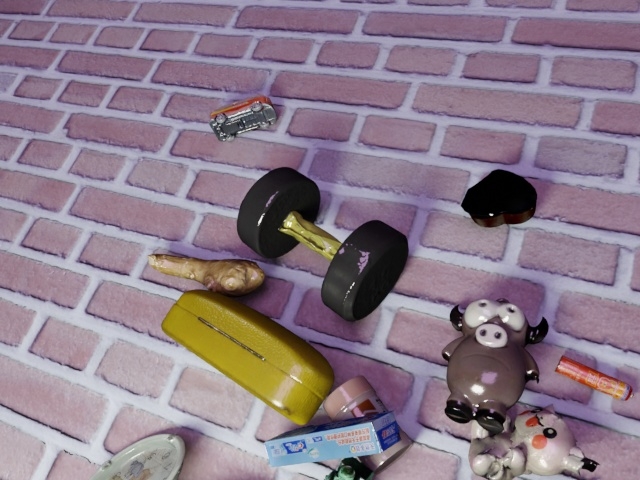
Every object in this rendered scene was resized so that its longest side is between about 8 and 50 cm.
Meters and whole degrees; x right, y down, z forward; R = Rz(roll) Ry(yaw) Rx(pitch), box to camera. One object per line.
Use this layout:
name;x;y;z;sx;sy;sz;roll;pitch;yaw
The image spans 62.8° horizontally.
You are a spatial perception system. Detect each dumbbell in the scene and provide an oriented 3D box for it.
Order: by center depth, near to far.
dumbbell;0.000;0.000;1.092;0.322;0.203;0.203;34;76;27

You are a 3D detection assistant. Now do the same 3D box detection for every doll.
doll;0.340;0.346;0.874;0.192;0.149;0.095;-20;101;13
doll;0.299;0.206;0.939;0.182;0.117;0.257;9;57;28

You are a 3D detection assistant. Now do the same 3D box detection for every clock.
clock;-0.349;0.460;0.976;0.236;0.053;0.236;-23;18;8

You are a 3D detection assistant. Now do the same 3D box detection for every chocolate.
chocolate;0.373;-0.080;1.106;0.149;0.080;0.125;-12;49;17

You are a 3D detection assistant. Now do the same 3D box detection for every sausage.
sausage;0.487;0.246;0.928;0.129;0.034;0.034;24;71;25

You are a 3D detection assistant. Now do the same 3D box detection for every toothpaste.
toothpaste;0.013;0.345;0.905;0.272;0.066;0.053;-27;73;40

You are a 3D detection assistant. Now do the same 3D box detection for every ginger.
ginger;-0.260;0.073;1.175;0.295;0.131;0.086;8;108;20

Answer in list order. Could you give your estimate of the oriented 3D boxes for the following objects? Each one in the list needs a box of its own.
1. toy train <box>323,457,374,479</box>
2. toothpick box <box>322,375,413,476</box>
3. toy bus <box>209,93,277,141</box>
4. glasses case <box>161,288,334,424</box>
toy train;0.035;0.438;0.882;0.070;0.099;0.172;29;116;26
toothpick box;0.085;0.335;0.953;0.098;0.098;0.149;-36;61;-5
toy bus;-0.205;-0.332;1.395;0.174;0.079;0.077;-18;50;5
glasses case;-0.134;0.213;1.030;0.371;0.173;0.141;24;71;31
